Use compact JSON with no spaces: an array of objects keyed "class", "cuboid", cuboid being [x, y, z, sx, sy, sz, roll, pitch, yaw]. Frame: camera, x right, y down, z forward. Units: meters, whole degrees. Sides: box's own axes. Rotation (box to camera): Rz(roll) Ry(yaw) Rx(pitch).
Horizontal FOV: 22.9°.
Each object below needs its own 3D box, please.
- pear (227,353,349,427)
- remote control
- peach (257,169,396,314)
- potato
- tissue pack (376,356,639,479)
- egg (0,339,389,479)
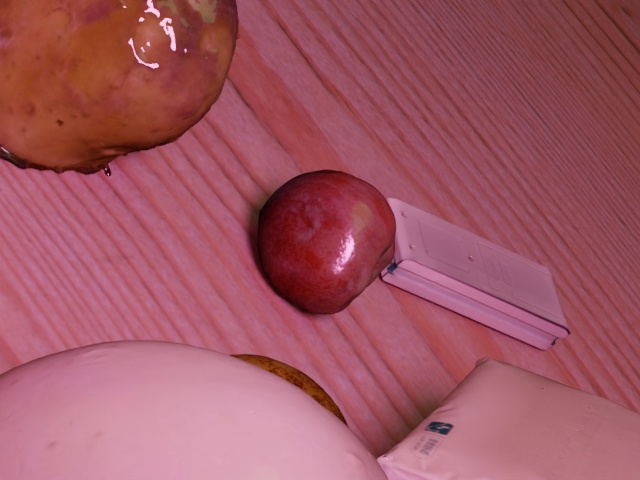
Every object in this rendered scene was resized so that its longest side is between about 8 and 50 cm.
[{"class":"pear","cuboid":[-0.064,0.191,1.315,0.197,0.197,0.197,31,34,-24]},{"class":"remote control","cuboid":[0.180,0.044,1.908,0.277,0.055,0.103,23,38,-32]},{"class":"peach","cuboid":[0.000,0.000,1.678,0.152,0.152,0.152,31,34,-24]},{"class":"potato","cuboid":[-0.207,-0.229,1.565,0.289,0.237,0.301,49,30,3]},{"class":"tissue pack","cuboid":[0.202,0.270,1.405,0.297,0.207,0.380,23,15,13]},{"class":"egg","cuboid":[-0.108,0.209,1.084,0.345,0.283,0.283,28,32,0]}]
